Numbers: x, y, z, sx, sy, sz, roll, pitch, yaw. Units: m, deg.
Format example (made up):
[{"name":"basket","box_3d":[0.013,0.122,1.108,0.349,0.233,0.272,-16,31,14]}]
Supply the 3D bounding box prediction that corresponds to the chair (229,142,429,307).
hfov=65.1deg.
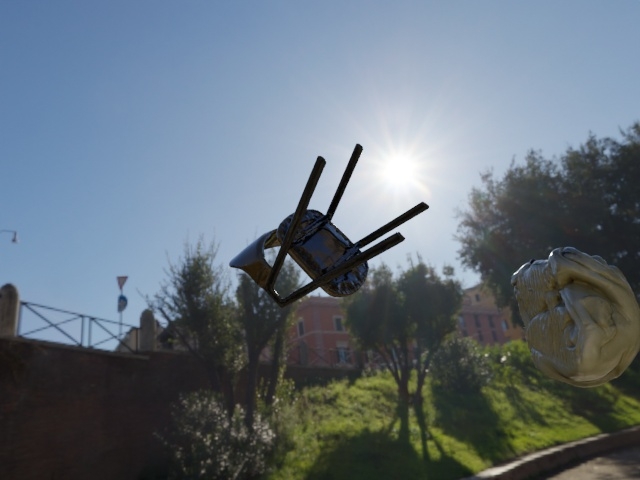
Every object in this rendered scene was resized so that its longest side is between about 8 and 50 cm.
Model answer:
[{"name":"chair","box_3d":[0.000,0.000,0.711,0.247,0.172,0.158,-51,-6,28]}]

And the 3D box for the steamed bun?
[{"name":"steamed bun","box_3d":[0.657,0.169,1.243,0.237,0.394,0.347,-2,-61,-3]}]
